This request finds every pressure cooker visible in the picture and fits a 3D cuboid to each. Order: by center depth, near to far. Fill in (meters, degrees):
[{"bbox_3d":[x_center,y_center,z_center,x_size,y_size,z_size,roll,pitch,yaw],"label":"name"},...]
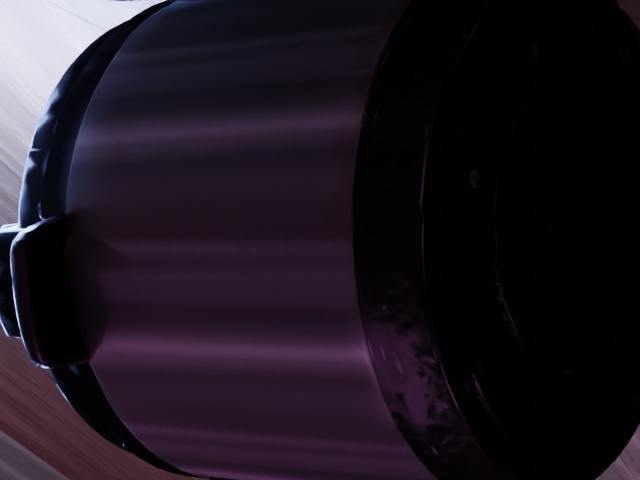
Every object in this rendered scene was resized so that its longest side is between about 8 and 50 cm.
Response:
[{"bbox_3d":[0.000,-0.006,1.121,0.420,0.376,0.370,-1,148,37],"label":"pressure cooker"}]

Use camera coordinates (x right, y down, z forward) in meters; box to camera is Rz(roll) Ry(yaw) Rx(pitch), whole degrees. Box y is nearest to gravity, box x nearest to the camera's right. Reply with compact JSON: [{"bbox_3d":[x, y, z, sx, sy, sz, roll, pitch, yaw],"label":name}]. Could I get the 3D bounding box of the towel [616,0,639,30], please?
[{"bbox_3d":[0.217,-0.176,0.985,0.110,0.027,0.148,-2,149,47],"label":"towel"}]
